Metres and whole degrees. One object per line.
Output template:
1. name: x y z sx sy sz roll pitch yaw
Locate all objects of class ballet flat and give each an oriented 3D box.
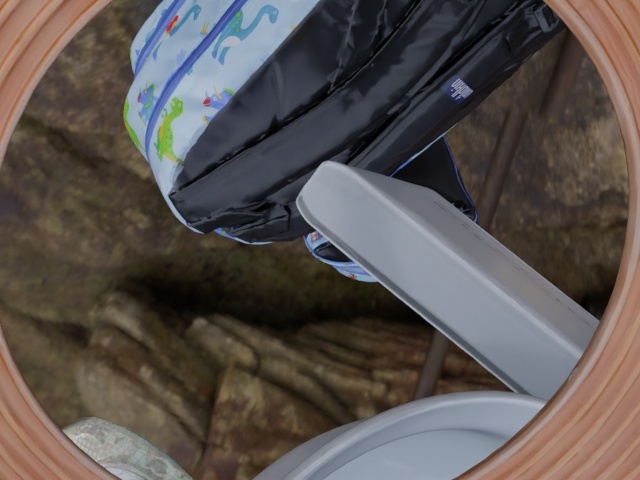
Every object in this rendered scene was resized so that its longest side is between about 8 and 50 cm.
1. ballet flat: -0.090 0.165 0.745 0.168 0.052 0.057 35 116 0

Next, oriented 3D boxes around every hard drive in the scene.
1. hard drive: 0.108 0.029 0.832 0.203 0.307 0.040 39 99 11

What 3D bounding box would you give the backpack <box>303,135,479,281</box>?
1. backpack: 0.068 -0.023 1.326 0.173 0.158 0.117 -19 144 0

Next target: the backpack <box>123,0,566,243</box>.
1. backpack: -0.005 -0.154 1.107 0.273 0.290 0.355 44 105 35

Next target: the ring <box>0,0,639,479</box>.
1. ring: 0.000 0.000 0.435 0.337 0.032 0.336 -4 113 -11

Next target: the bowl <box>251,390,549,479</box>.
1. bowl: 0.034 0.208 0.623 0.298 0.134 0.297 -3 96 -29
